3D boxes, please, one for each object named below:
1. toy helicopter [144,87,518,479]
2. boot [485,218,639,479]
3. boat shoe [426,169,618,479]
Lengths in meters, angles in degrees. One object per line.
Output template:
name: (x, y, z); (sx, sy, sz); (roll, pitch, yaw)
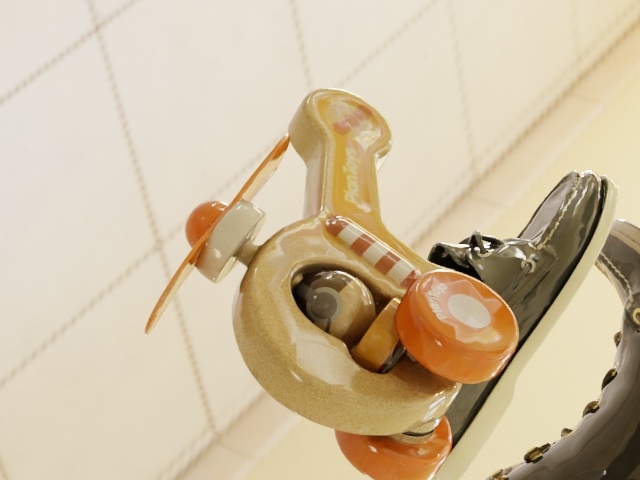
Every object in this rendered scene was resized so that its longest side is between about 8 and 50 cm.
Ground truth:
toy helicopter: (0.000, 0.000, 1.253); (0.355, 0.235, 0.140); (-91, -158, -51)
boot: (0.283, 0.169, 1.662); (0.284, 0.377, 0.138); (-37, 134, 7)
boat shoe: (0.127, 0.052, 1.394); (0.340, 0.113, 0.127); (-55, -177, -22)
